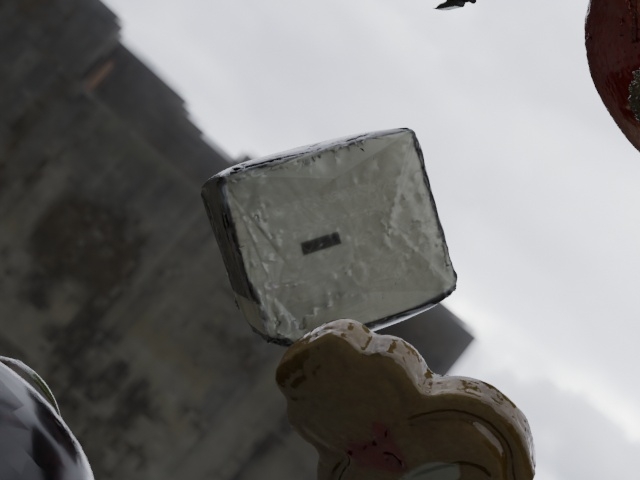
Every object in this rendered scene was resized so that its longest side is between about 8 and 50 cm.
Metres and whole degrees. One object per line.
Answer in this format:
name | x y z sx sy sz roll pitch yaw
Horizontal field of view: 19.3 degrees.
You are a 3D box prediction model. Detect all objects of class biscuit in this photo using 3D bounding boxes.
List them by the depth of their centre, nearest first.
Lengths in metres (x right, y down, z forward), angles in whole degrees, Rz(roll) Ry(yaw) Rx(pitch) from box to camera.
biscuit | 0.087 0.190 1.431 0.183 0.047 0.319 -5 -55 30

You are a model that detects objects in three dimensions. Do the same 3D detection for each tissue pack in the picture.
tissue pack | 0.000 0.000 1.928 0.370 0.210 0.198 -175 -107 -83

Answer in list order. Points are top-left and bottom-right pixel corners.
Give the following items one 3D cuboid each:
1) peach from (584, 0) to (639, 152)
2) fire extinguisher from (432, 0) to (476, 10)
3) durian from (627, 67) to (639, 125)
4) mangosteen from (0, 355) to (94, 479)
peach | 0.434 -0.194 1.760 0.370 0.370 0.370 37 -15 12
fire extinguisher | 0.133 -0.262 1.514 0.050 0.177 0.062 11 19 -30
durian | 0.290 -0.125 1.551 0.091 0.080 0.080 58 -18 -10
mangosteen | -0.305 0.224 1.431 0.300 0.300 0.300 37 -15 12
